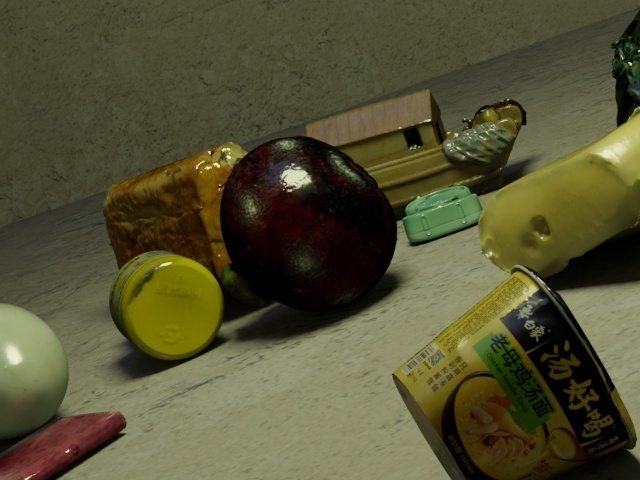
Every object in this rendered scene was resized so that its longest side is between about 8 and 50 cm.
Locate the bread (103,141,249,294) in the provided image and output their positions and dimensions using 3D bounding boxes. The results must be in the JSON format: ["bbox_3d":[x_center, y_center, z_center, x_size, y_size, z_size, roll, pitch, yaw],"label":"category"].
[{"bbox_3d":[-0.155,-0.018,2.060,0.149,0.195,0.344,-17,5,-29],"label":"bread"}]

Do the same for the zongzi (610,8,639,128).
[{"bbox_3d":[0.554,-0.228,1.926,0.383,0.362,0.319,-58,-1,21],"label":"zongzi"}]

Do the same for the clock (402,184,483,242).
[{"bbox_3d":[0.153,-0.038,2.019,0.101,0.041,0.135,-20,11,4],"label":"clock"}]

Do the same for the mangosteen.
[{"bbox_3d":[-0.026,-0.010,1.794,0.216,0.216,0.216,-20,11,4],"label":"mangosteen"}]

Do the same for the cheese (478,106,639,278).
[{"bbox_3d":[0.327,-0.072,1.602,0.316,0.128,0.259,-21,0,-38],"label":"cheese"}]

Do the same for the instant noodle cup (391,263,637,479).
[{"bbox_3d":[0.128,0.108,1.094,0.122,0.151,0.151,-29,11,-3],"label":"instant noodle cup"}]

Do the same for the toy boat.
[{"bbox_3d":[0.066,-0.103,2.184,0.445,0.162,0.136,-17,14,17],"label":"toy boat"}]

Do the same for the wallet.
[{"bbox_3d":[-0.307,0.234,1.571,0.119,0.025,0.232,-9,16,44],"label":"wallet"}]

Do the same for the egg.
[{"bbox_3d":[-0.357,0.146,1.756,0.151,0.151,0.209,-24,13,-20],"label":"egg"}]

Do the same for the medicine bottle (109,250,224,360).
[{"bbox_3d":[-0.196,0.072,1.906,0.122,0.122,0.212,-23,10,-14],"label":"medicine bottle"}]
